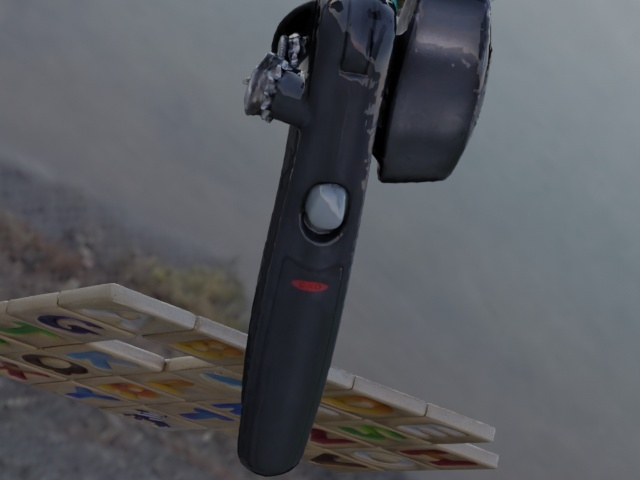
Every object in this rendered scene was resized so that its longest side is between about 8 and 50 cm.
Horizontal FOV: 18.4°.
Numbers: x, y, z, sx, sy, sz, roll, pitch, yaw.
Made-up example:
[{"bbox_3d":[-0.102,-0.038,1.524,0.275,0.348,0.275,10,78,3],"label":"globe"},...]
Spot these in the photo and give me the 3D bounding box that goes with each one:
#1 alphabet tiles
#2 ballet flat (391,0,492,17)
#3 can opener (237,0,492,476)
[{"bbox_3d":[-0.046,0.067,0.863,0.237,0.198,0.009,23,70,-33],"label":"alphabet tiles"},{"bbox_3d":[0.009,-0.297,0.939,0.409,0.147,0.147,65,27,-4],"label":"ballet flat"},{"bbox_3d":[0.000,0.000,0.632,0.073,0.186,0.059,17,28,1],"label":"can opener"}]
